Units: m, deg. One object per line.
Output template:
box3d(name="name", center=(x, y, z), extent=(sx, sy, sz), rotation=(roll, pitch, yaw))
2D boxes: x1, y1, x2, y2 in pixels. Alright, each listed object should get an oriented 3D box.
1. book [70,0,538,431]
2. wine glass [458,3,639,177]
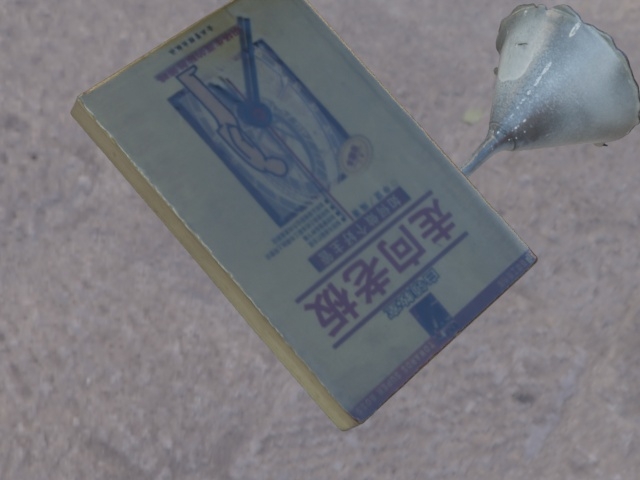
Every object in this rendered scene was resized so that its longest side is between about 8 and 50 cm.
box3d(name="book", center=(-0.006, -0.029, 0.686), extent=(0.161, 0.026, 0.231), rotation=(-38, 83, -29))
box3d(name="wine glass", center=(0.139, -0.074, 1.027), extent=(0.156, 0.156, 0.232), rotation=(40, 67, 18))
